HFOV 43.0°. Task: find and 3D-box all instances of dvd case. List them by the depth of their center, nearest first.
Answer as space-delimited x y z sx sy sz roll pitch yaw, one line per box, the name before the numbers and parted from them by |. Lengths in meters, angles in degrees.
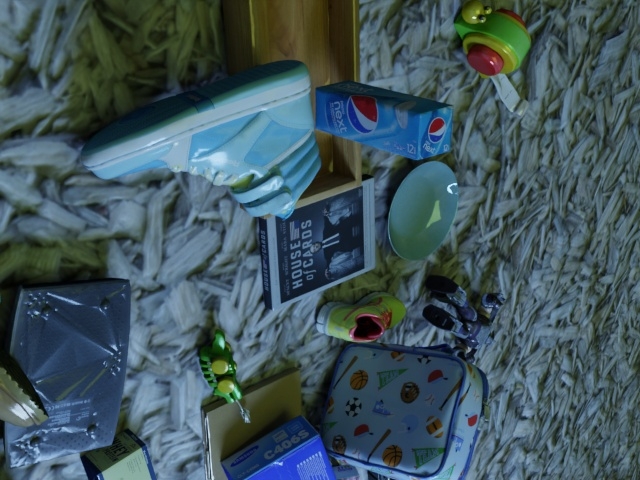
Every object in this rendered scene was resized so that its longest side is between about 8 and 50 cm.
dvd case | 0.000 0.000 1.383 0.239 0.030 0.179 -21 120 -37

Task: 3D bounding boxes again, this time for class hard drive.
hard drive | -0.351 0.173 1.106 0.172 0.054 0.254 -4 110 -43

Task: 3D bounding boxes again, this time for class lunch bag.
lunch bag | 0.150 0.298 1.441 0.115 0.303 0.243 35 67 -44

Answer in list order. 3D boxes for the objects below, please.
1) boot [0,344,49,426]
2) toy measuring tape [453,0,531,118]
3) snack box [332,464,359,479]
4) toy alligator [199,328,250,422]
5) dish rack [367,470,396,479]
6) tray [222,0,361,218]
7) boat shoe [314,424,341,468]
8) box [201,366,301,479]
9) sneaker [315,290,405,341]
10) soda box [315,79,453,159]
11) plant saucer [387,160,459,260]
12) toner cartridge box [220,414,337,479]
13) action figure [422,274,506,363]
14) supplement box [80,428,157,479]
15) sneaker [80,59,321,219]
boot | -0.492 0.207 0.940 0.270 0.089 0.236 -37 124 -10
toy measuring tape | 0.355 -0.329 1.520 0.121 0.121 0.330 -57 135 -9
snack box | -0.003 0.479 1.532 0.141 0.037 0.100 -3 121 -21
toy alligator | -0.160 0.226 1.311 0.051 0.056 0.189 -10 119 4
dish rack | 0.199 0.390 1.701 0.272 0.074 0.208 -26 124 -34
tray | -0.038 -0.256 1.210 0.203 0.076 0.410 -21 122 -36
boat shoe | 0.004 0.409 1.543 0.043 0.049 0.137 -36 126 -23
box | -0.115 0.326 1.415 0.201 0.021 0.164 -19 119 -37
sneaker | 0.093 0.151 1.487 0.209 0.094 0.081 -9 111 -42
soda box | 0.086 -0.175 1.157 0.071 0.210 0.067 -19 119 -37
plant saucer | 0.183 -0.058 1.525 0.195 0.037 0.194 -18 118 -38
toner cartridge box | -0.038 0.493 1.443 0.165 0.075 0.347 -28 119 -19
action figure | 0.307 0.176 1.699 0.285 0.099 0.185 35 73 -49
supplement box | -0.302 0.347 1.223 0.083 0.056 0.083 -28 124 -32
sneaker | -0.139 -0.097 1.090 0.319 0.127 0.208 -21 117 -9
